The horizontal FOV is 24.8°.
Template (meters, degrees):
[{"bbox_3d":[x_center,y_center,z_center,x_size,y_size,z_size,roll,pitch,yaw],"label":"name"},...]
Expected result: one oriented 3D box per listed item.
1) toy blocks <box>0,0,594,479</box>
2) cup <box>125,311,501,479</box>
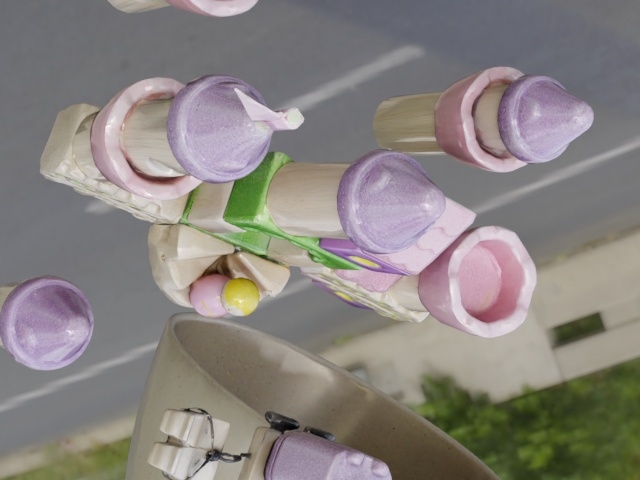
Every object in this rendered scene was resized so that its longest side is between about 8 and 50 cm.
[{"bbox_3d":[0.000,0.000,0.814,0.288,0.309,0.260,25,169,-31],"label":"toy blocks"},{"bbox_3d":[-0.034,0.242,1.212,0.237,0.331,0.331,-61,157,7],"label":"cup"}]
